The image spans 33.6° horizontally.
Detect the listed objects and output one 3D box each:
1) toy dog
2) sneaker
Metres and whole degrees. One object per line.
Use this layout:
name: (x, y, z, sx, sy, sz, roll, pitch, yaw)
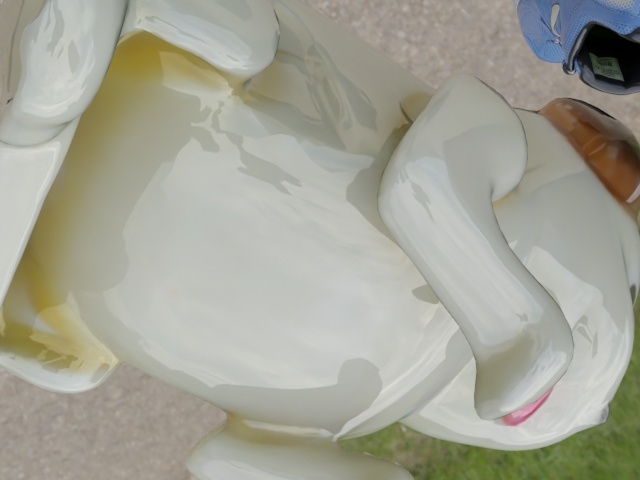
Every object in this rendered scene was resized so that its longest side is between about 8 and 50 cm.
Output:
toy dog: (0.000, 0.000, 0.613, 0.407, 0.395, 0.285, 19, 111, -21)
sneaker: (0.274, -0.218, 1.082, 0.129, 0.330, 0.147, 2, 89, -2)
